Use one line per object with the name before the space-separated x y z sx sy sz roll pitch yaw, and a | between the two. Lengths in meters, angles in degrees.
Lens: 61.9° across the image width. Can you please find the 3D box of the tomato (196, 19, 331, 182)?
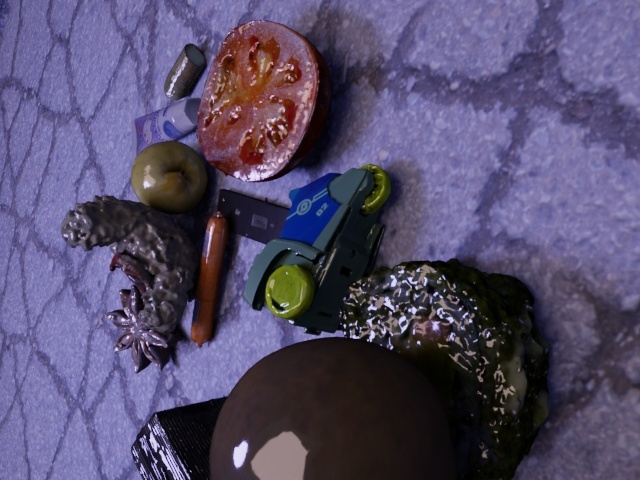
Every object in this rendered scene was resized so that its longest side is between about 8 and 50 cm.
tomato | -0.097 -0.273 1.115 0.338 0.143 0.339 -2 87 36

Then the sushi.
sushi | 0.188 0.201 0.815 0.294 0.178 0.352 -4 85 41

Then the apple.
apple | -0.375 -0.156 1.324 0.200 0.200 0.200 -3 85 41

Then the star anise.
star anise | -0.460 0.226 1.422 0.223 0.109 0.236 -11 95 38

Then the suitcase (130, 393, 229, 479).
suitcase | -0.225 0.508 1.117 0.335 0.229 0.152 47 116 32

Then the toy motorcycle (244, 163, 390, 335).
toy motorcycle | 0.000 0.000 1.002 0.199 0.191 0.327 22 88 40

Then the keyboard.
keyboard | -0.128 -0.046 1.204 0.317 0.027 0.106 20 104 40

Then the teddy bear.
teddy bear | -0.451 0.025 1.328 0.224 0.357 0.367 -44 19 -17

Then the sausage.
sausage | -0.268 0.098 1.282 0.053 0.053 0.348 22 106 39

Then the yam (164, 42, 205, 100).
yam | -0.357 -0.437 1.399 0.146 0.069 0.070 -50 58 28

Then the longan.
longan | 0.009 0.273 0.670 0.318 0.318 0.319 -3 85 41

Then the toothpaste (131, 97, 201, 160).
toothpaste | -0.431 -0.307 1.462 0.371 0.079 0.125 -5 87 48
